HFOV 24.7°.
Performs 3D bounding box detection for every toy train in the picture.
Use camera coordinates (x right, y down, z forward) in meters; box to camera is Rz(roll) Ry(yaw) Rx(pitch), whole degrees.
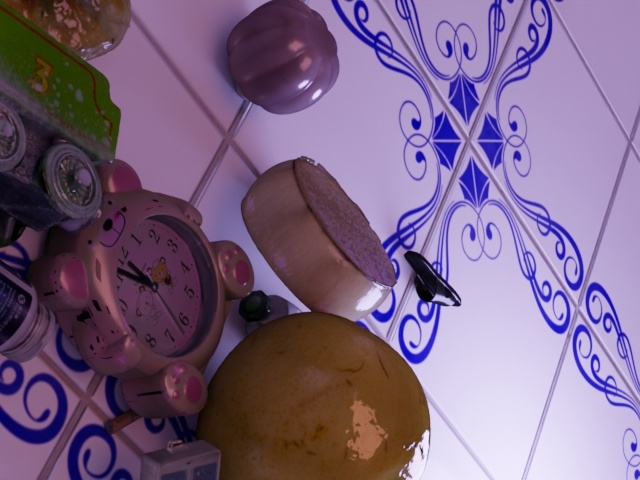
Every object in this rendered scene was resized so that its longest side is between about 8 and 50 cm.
[{"bbox_3d":[-0.392,-0.142,1.802,0.307,0.173,0.249,36,48,-43],"label":"toy train"}]

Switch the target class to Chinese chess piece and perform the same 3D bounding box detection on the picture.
[{"bbox_3d":[0.000,0.000,2.223,0.270,0.112,0.270,47,16,-18],"label":"Chinese chess piece"}]

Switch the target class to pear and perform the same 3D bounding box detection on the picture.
[{"bbox_3d":[-0.008,0.271,2.075,0.348,0.348,0.348,13,73,-51],"label":"pear"}]

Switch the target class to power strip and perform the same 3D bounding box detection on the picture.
[{"bbox_3d":[-0.195,0.439,1.937,0.106,0.043,0.367,-8,111,-40],"label":"power strip"}]

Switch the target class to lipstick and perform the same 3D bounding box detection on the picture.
[{"bbox_3d":[-0.260,0.241,2.012,0.094,0.019,0.019,-28,106,-51],"label":"lipstick"}]

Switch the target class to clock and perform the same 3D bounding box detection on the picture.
[{"bbox_3d":[-0.243,0.062,1.990,0.309,0.114,0.284,48,49,-34],"label":"clock"}]

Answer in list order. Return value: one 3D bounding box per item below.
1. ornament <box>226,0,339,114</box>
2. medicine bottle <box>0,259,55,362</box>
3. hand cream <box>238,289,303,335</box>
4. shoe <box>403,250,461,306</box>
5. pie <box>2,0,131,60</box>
[{"bbox_3d":[-0.063,-0.282,2.265,0.177,0.177,0.178,13,73,-51],"label":"ornament"},{"bbox_3d":[-0.415,0.070,1.771,0.191,0.107,0.107,43,52,-39],"label":"medicine bottle"},{"bbox_3d":[-0.022,0.181,2.306,0.336,0.076,0.121,47,51,-45],"label":"hand cream"},{"bbox_3d":[0.189,0.081,2.593,0.159,0.062,0.053,51,60,-35],"label":"shoe"},{"bbox_3d":[-0.373,-0.377,1.935,0.337,0.075,0.338,12,75,-51],"label":"pie"}]
